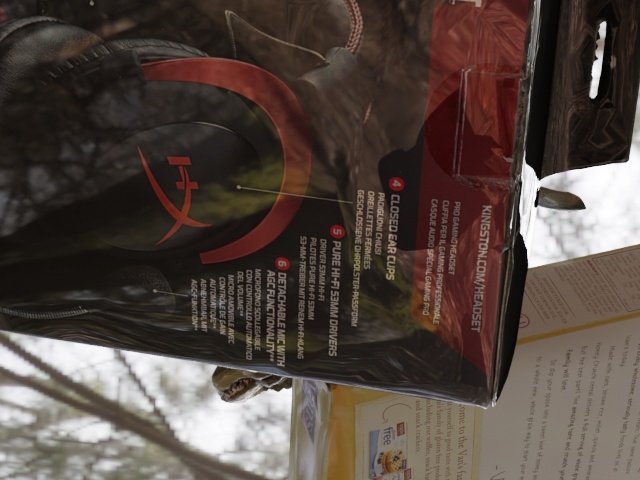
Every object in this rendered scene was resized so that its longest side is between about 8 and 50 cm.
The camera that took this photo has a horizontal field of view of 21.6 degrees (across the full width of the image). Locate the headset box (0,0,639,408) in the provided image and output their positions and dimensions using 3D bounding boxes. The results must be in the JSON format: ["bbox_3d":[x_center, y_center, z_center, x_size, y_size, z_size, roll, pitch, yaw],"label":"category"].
[{"bbox_3d":[-0.037,-0.074,0.576,0.110,0.293,0.218,-65,-20,-58],"label":"headset box"}]

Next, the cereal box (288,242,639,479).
[{"bbox_3d":[0.105,0.082,0.725,0.240,0.047,0.173,-11,-47,-17],"label":"cereal box"}]

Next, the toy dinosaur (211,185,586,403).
[{"bbox_3d":[0.000,0.000,0.824,0.118,0.268,0.064,31,-127,-19],"label":"toy dinosaur"}]
